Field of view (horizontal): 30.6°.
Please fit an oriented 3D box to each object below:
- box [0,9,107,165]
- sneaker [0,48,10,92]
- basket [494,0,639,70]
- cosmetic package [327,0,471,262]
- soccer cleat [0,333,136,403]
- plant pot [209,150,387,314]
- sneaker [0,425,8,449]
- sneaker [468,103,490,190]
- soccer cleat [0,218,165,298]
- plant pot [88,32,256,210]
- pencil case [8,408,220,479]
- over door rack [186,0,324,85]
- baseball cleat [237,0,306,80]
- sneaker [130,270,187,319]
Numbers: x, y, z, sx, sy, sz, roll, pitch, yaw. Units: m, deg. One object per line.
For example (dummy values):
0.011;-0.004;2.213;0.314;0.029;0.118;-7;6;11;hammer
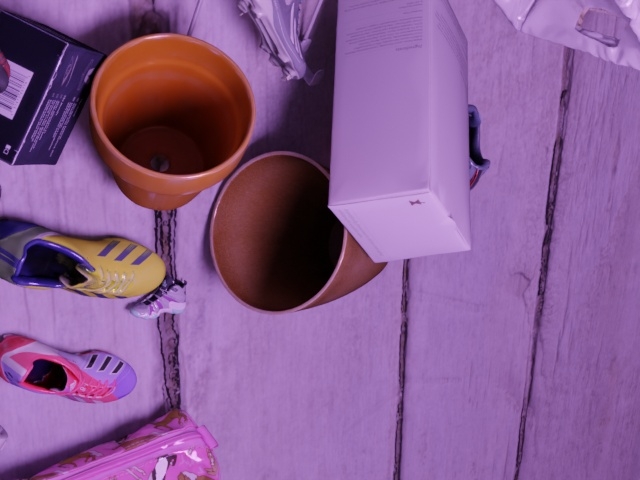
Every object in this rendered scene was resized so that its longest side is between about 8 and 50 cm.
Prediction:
-0.346;-0.177;1.395;0.156;0.093;0.158;-63;176;6;box
-0.421;-0.282;1.268;0.276;0.098;0.135;50;55;-15;sneaker
0.421;-0.471;1.801;0.266;0.328;0.331;-56;136;-5;basket
0.119;-0.175;1.667;0.197;0.155;0.365;50;38;-55;cosmetic package
-0.351;0.195;1.655;0.248;0.095;0.083;25;95;-46;soccer cleat
0.000;0.000;1.787;0.254;0.237;0.237;10;107;-58;plant pot
-0.566;0.261;1.472;0.366;0.135;0.150;31;88;-46;sneaker
0.204;-0.193;1.827;0.104;0.261;0.125;-2;156;-35;sneaker
-0.318;0.042;1.577;0.289;0.121;0.093;15;102;-46;soccer cleat
-0.201;-0.132;1.517;0.205;0.205;0.188;-33;169;-24;plant pot
-0.337;0.374;1.725;0.386;0.167;0.160;-16;101;-36;pencil case
-0.086;-0.353;1.587;0.240;0.108;0.324;-17;138;-34;over door rack
-0.041;-0.296;1.536;0.109;0.072;0.206;-47;151;-8;baseball cleat
-0.239;0.077;1.734;0.098;0.038;0.069;-11;119;-49;sneaker
